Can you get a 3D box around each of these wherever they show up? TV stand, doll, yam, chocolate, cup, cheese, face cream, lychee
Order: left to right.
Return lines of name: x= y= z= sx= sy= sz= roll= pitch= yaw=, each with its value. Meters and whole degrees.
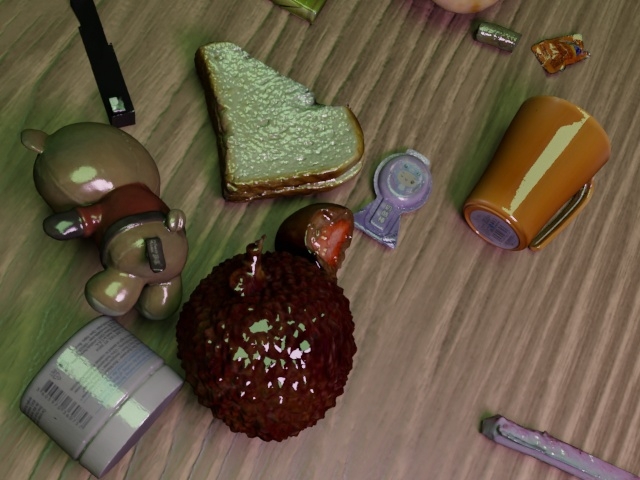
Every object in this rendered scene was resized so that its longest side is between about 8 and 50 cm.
TV stand: x=-0.370 y=-0.313 z=1.320 sx=0.040 sy=0.049 sz=0.256 roll=-17 pitch=76 yaw=-18
face cream: x=-0.301 y=0.212 z=1.081 sx=0.153 sy=0.177 sz=0.177 roll=39 pitch=67 yaw=4
doll: x=-0.300 y=-0.044 z=1.146 sx=0.235 sy=0.174 sz=0.330 roll=6 pitch=42 yaw=-55
lychee: x=-0.079 y=0.137 z=1.113 sx=0.264 sy=0.264 sz=0.300 roll=-17 pitch=114 yaw=-19
chocolate: x=0.000 y=0.000 z=1.264 sx=0.127 sy=0.124 sz=0.133 roll=38 pitch=46 yaw=19
cheese: x=0.133 y=-0.081 z=1.366 sx=0.105 sy=0.042 sz=0.190 roll=31 pitch=69 yaw=0
yam: x=0.348 y=-0.399 z=1.532 sx=0.094 sy=0.043 sz=0.043 roll=18 pitch=68 yaw=-7
cup: x=0.387 y=-0.102 z=1.386 sx=0.264 sy=0.182 sz=0.226 roll=-50 pitch=120 yaw=-16

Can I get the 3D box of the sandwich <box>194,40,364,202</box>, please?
sandwich: x=-0.069 y=-0.209 z=1.330 sx=0.254 sy=0.099 sz=0.288 roll=-13 pitch=74 yaw=-11

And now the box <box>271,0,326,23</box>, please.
box: x=-0.109 y=-0.553 z=1.469 sx=0.311 sy=0.043 sz=0.173 roll=29 pitch=70 yaw=-2

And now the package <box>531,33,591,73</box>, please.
package: x=0.486 y=-0.376 z=1.563 sx=0.111 sy=0.033 sz=0.077 roll=-18 pitch=86 yaw=-14

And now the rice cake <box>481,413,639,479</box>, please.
rice cake: x=0.401 y=0.351 z=1.260 sx=0.290 sy=0.081 sz=0.051 roll=24 pitch=80 yaw=-4

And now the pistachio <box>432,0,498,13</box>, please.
pistachio: x=0.298 y=-0.563 z=1.486 sx=0.238 sy=0.229 sz=0.321 roll=31 pitch=52 yaw=35
